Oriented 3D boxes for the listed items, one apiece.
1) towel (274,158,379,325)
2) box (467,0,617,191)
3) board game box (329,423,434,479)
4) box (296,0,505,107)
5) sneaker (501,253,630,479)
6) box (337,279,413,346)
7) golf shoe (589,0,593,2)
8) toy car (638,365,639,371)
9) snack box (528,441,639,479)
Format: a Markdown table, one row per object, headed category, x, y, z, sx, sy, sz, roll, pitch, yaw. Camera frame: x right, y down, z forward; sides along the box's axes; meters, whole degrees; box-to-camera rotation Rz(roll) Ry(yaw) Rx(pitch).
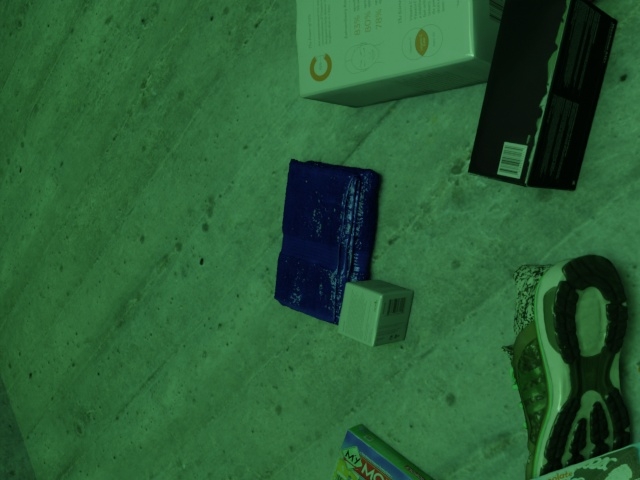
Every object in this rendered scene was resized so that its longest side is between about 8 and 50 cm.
| category | x | y | z | sx | sy | sz | roll | pitch | yaw |
| --- | --- | --- | --- | --- | --- | --- | --- | --- | --- |
| towel | 0.000 | 0.000 | 1.324 | 0.228 | 0.076 | 0.308 | 13 | 99 | 39 |
| box | 0.324 | -0.210 | 0.973 | 0.103 | 0.184 | 0.261 | 20 | 103 | 41 |
| board game box | 0.145 | 0.519 | 1.233 | 0.317 | 0.046 | 0.213 | 29 | 110 | 36 |
| box | 0.140 | -0.364 | 1.136 | 0.345 | 0.168 | 0.214 | -1 | 90 | 40 |
| sneaker | 0.354 | 0.215 | 1.022 | 0.182 | 0.158 | 0.410 | -160 | 72 | -70 |
| box | 0.100 | 0.131 | 1.224 | 0.087 | 0.101 | 0.101 | 18 | 103 | 39 |
| golf shoe | 0.389 | -0.396 | 0.955 | 0.067 | 0.086 | 0.186 | 56 | 144 | 10 |
| toy car | 0.502 | 0.143 | 0.939 | 0.041 | 0.060 | 0.122 | 24 | 134 | -7 |
| snack box | 0.409 | 0.368 | 0.895 | 0.322 | 0.060 | 0.187 | -32 | 112 | 26 |
